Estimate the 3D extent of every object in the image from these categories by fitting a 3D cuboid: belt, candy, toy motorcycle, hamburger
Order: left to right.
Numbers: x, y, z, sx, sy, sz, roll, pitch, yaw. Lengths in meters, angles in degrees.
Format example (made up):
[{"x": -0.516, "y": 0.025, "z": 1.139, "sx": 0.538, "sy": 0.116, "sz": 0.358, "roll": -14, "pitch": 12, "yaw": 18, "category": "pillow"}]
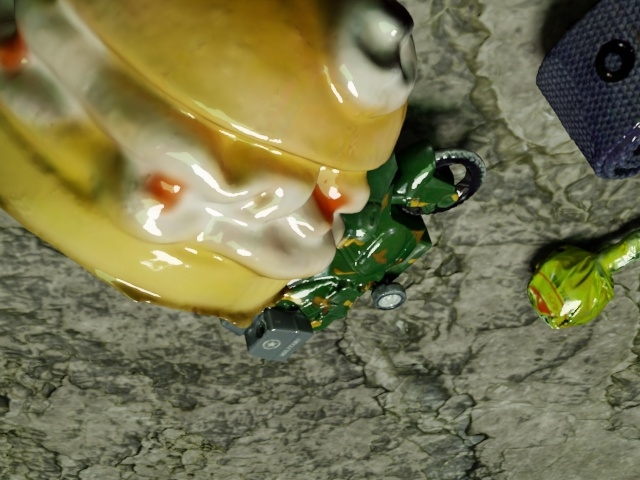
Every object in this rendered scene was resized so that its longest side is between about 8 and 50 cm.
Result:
[{"x": -0.063, "y": -0.113, "z": 0.563, "sx": 0.276, "sy": 0.276, "sz": 0.237, "roll": 25, "pitch": 117, "yaw": -31, "category": "hamburger"}, {"x": 0.000, "y": 0.000, "z": 0.790, "sx": 0.187, "sy": 0.125, "sz": 0.275, "roll": 14, "pitch": 135, "yaw": -35, "category": "toy motorcycle"}, {"x": 0.311, "y": -0.004, "z": 0.881, "sx": 0.262, "sy": 0.073, "sz": 0.077, "roll": -38, "pitch": 149, "yaw": 20, "category": "candy"}, {"x": 0.263, "y": -0.152, "z": 0.658, "sx": 0.230, "sy": 0.126, "sz": 0.139, "roll": -40, "pitch": 157, "yaw": 31, "category": "belt"}]
